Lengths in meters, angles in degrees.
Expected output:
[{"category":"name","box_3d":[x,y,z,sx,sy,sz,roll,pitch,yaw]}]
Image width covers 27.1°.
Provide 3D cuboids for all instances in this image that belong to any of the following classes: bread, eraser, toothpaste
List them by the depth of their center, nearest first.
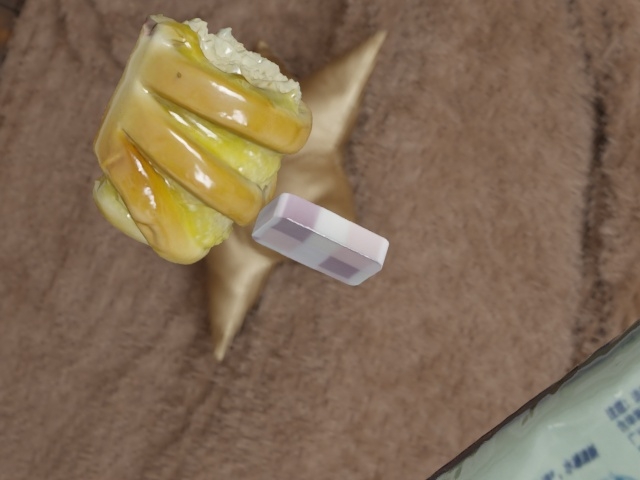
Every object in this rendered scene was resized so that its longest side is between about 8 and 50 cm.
[{"category":"toothpaste","box_3d":[0.066,0.076,0.386,0.069,0.047,0.268,52,127,4]},{"category":"eraser","box_3d":[0.000,0.000,1.115,0.065,0.105,0.026,-34,34,60]},{"category":"bread","box_3d":[-0.128,-0.106,1.512,0.211,0.315,0.270,23,96,6]}]
